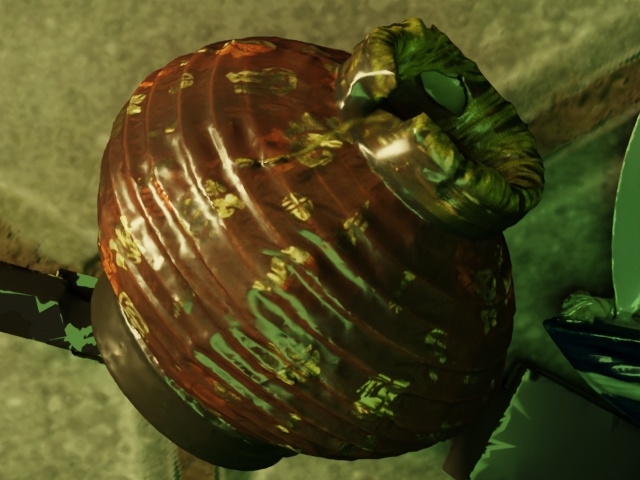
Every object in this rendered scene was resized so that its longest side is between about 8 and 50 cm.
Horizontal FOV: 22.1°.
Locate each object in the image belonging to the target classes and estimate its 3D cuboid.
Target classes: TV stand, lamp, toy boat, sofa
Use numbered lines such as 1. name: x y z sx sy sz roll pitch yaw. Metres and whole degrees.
1. TV stand: -0.095 0.057 0.954 0.249 0.042 0.036 16 112 -7
2. lamp: 0.000 0.000 0.832 0.247 0.247 0.247 0 111 -1
3. toy boat: 0.261 -0.013 0.924 0.210 0.070 0.292 18 106 -12
4. sofa: 0.157 0.137 0.989 0.147 0.060 0.085 28 91 -12
